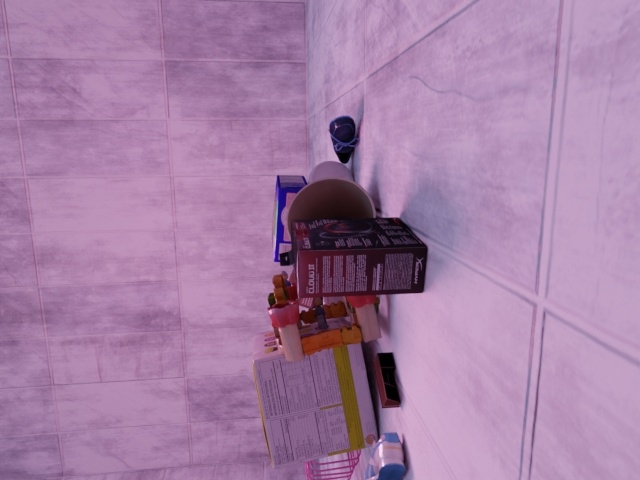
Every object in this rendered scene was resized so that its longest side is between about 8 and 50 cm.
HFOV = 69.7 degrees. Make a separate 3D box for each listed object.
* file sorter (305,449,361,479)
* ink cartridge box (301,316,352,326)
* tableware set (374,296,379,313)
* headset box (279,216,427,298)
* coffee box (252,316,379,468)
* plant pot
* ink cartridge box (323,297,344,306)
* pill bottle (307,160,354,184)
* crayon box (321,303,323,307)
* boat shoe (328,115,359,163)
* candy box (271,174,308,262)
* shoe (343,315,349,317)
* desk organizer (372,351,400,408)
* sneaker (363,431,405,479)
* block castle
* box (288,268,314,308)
[{"bbox_3d":[0.039,0.823,1.802,0.290,0.202,0.182,96,167,-48],"label":"file sorter"},{"bbox_3d":[0.028,0.372,1.735,0.087,0.209,0.153,-121,30,-83],"label":"ink cartridge box"},{"bbox_3d":[0.153,0.144,1.392,0.154,0.024,0.104,-103,6,-52],"label":"tableware set"},{"bbox_3d":[0.056,0.030,1.013,0.218,0.293,0.110,-112,21,-70],"label":"headset box"},{"bbox_3d":[-0.032,0.472,1.511,0.337,0.335,0.338,-164,63,-83],"label":"coffee box"},{"bbox_3d":[0.051,-0.023,1.421,0.274,0.257,0.256,60,-155,-70],"label":"plant pot"},{"bbox_3d":[0.070,0.225,1.686,0.052,0.123,0.088,124,144,-78],"label":"ink cartridge box"},{"bbox_3d":[0.026,-0.171,1.781,0.301,0.169,0.169,111,157,-73],"label":"pill bottle"},{"bbox_3d":[0.047,0.451,2.130,0.165,0.081,0.278,102,165,-64],"label":"crayon box"},{"bbox_3d":[0.090,-0.342,1.581,0.258,0.109,0.089,47,-148,-75],"label":"boat shoe"},{"bbox_3d":[-0.114,-0.091,1.703,0.317,0.122,0.268,-109,24,-74],"label":"candy box"},{"bbox_3d":[0.076,0.316,1.853,0.219,0.077,0.058,91,-174,-53],"label":"shoe"},{"bbox_3d":[0.172,0.355,1.175,0.050,0.047,0.130,98,168,-45],"label":"desk organizer"},{"bbox_3d":[0.164,0.571,1.180,0.228,0.087,0.092,105,170,-46],"label":"sneaker"},{"bbox_3d":[-0.003,0.185,1.408,0.453,0.303,0.212,-145,41,-86],"label":"block castle"},{"bbox_3d":[-0.041,0.187,2.041,0.381,0.143,0.191,26,-98,-80],"label":"box"}]
